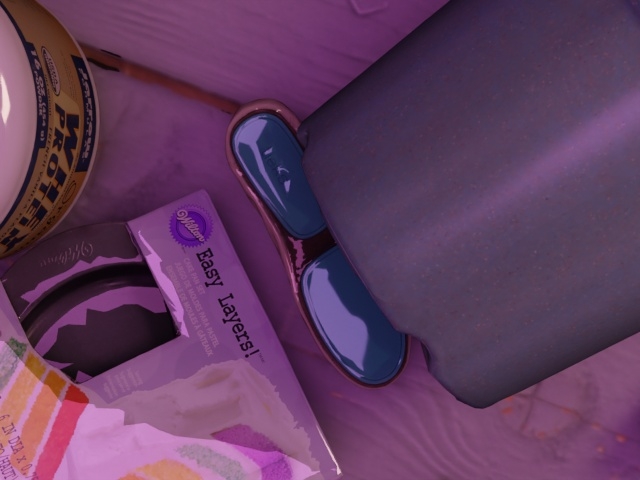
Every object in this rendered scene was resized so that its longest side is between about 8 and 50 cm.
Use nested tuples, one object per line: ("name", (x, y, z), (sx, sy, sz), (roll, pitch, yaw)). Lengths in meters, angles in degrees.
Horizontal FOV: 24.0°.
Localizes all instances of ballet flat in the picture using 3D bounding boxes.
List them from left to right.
("ballet flat", (0.000, 0.000, 1.200), (0.086, 0.086, 0.248), (-24, 97, 4))

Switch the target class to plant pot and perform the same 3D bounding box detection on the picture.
("plant pot", (0.185, -0.069, 1.077), (0.334, 0.341, 0.341), (-33, 91, 12))

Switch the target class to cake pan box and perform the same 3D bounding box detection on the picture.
("cake pan box", (-0.146, 0.119, 1.167), (0.245, 0.070, 0.267), (-24, 84, -11))

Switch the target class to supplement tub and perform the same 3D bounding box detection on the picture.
("supplement tub", (-0.286, -0.088, 1.089), (0.228, 0.316, 0.228), (0, 94, 3))
